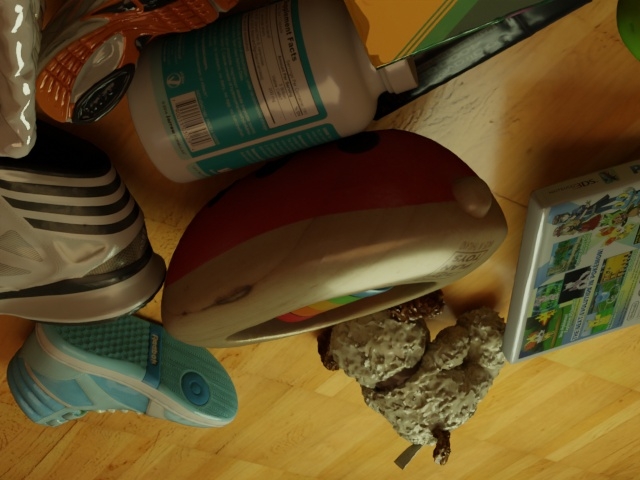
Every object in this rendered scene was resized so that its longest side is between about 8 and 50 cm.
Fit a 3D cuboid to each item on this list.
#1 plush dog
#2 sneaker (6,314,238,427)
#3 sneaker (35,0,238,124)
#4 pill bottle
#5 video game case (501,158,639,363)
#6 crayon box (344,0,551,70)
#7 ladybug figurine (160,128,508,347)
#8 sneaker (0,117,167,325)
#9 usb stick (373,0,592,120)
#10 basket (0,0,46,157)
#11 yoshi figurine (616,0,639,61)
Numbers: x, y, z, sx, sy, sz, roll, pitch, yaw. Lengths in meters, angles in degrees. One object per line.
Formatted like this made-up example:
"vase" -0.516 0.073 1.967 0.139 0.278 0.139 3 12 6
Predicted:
"plush dog" 0.109 0.172 1.378 0.262 0.210 0.225 -35 109 32
"sneaker" -0.290 0.206 1.409 0.319 0.127 0.208 32 127 -24
"sneaker" -0.171 -0.231 0.914 0.262 0.121 0.099 -39 136 3
"pill bottle" -0.044 -0.156 0.972 0.264 0.146 0.146 -15 140 12
"video game case" 0.385 0.016 1.257 0.300 0.036 0.329 -16 142 -10
"crayon box" 0.066 -0.297 0.785 0.165 0.081 0.278 -20 115 16
"ladybug figurine" 0.000 0.000 1.082 0.449 0.162 0.305 -22 166 40
"sneaker" -0.417 -0.028 1.122 0.447 0.169 0.257 -7 124 8
"usb stick" 0.144 -0.205 1.012 0.278 0.045 0.077 -27 143 25
"basket" -0.367 -0.264 0.712 0.331 0.266 0.328 2 140 -9
"yoshi figurine" 0.401 -0.192 0.944 0.362 0.203 0.203 28 137 -30
